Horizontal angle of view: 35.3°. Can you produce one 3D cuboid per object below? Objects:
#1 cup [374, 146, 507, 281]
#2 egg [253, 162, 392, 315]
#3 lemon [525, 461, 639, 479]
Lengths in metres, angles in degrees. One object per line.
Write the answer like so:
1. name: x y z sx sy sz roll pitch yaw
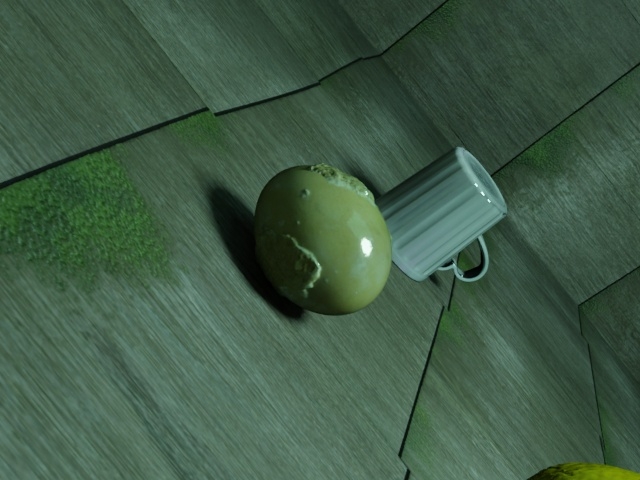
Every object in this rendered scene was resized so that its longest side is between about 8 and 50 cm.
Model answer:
1. cup: 0.221 -0.040 1.778 0.221 0.202 0.167 31 29 -47
2. egg: -0.001 -0.001 1.212 0.164 0.164 0.201 24 30 -57
3. lemon: 0.310 0.370 1.110 0.267 0.267 0.267 46 18 -20
